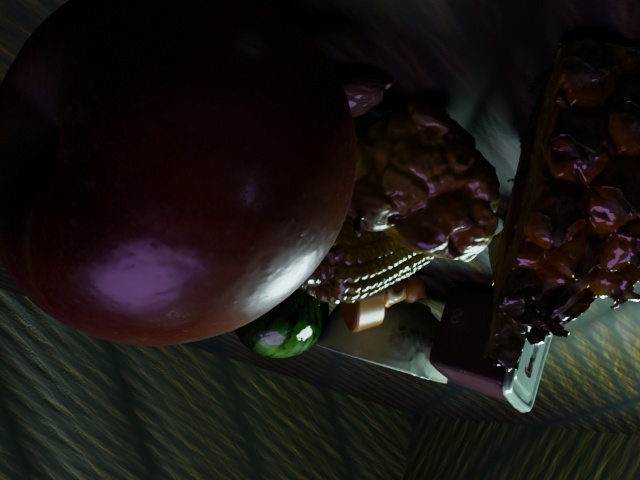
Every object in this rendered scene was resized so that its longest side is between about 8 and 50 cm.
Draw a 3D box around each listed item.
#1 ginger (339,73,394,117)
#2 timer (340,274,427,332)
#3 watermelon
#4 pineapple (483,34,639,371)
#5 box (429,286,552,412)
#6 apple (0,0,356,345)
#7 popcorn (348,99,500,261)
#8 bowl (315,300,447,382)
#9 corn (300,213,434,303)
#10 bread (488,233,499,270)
[{"bbox_3d":[-0.043,-0.130,1.169,0.148,0.081,0.334,35,156,-21],"label":"ginger"},{"bbox_3d":[0.120,0.092,1.834,0.152,0.132,0.132,-6,169,-12],"label":"timer"},{"bbox_3d":[-0.074,0.130,1.969,0.188,0.188,0.214,17,134,-19],"label":"watermelon"},{"bbox_3d":[0.283,0.005,0.988,0.209,0.286,0.344,11,167,6],"label":"pineapple"},{"bbox_3d":[0.324,0.201,1.906,0.167,0.193,0.294,12,167,23],"label":"box"},{"bbox_3d":[-0.140,-0.071,0.941,0.277,0.348,0.348,7,172,-41],"label":"apple"},{"bbox_3d":[0.110,-0.069,1.128,0.194,0.163,0.140,16,-179,-17],"label":"popcorn"},{"bbox_3d":[0.139,0.184,2.028,0.277,0.145,0.277,16,173,2],"label":"bowl"},{"bbox_3d":[0.079,-0.007,1.247,0.119,0.119,0.322,0,-163,40],"label":"corn"},{"bbox_3d":[0.311,0.019,1.442,0.117,0.064,0.156,-13,159,30],"label":"bread"}]
